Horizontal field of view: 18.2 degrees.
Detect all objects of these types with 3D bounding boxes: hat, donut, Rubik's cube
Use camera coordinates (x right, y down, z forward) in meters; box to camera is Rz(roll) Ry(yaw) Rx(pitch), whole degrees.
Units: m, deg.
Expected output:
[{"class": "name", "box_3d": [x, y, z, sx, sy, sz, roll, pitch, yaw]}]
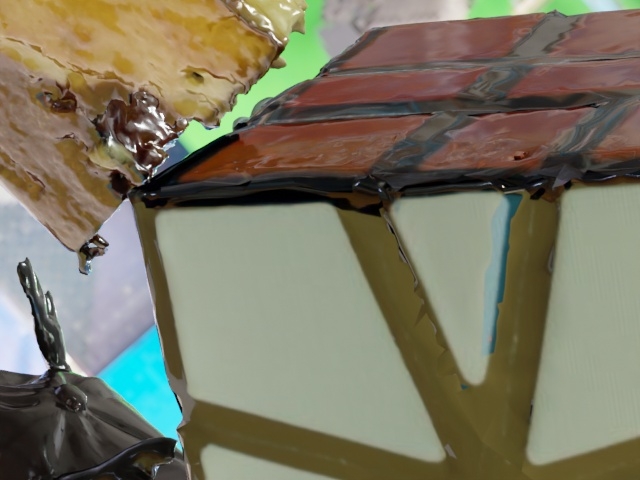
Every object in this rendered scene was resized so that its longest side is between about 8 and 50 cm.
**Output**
[{"class": "hat", "box_3d": [-0.134, 0.167, 1.249, 0.336, 0.209, 0.238, 36, 17, -21]}, {"class": "donut", "box_3d": [-0.090, -0.092, 0.890, 0.141, 0.085, 0.217, 42, -38, -12]}, {"class": "Rubik's cube", "box_3d": [0.122, 0.061, 0.863, 0.293, 0.283, 0.288, -3, -73, 27]}]

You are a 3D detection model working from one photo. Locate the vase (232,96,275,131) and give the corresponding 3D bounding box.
[{"class": "vase", "box_3d": [0.000, 0.000, 1.084, 0.081, 0.081, 0.149, 37, -38, 48]}]
